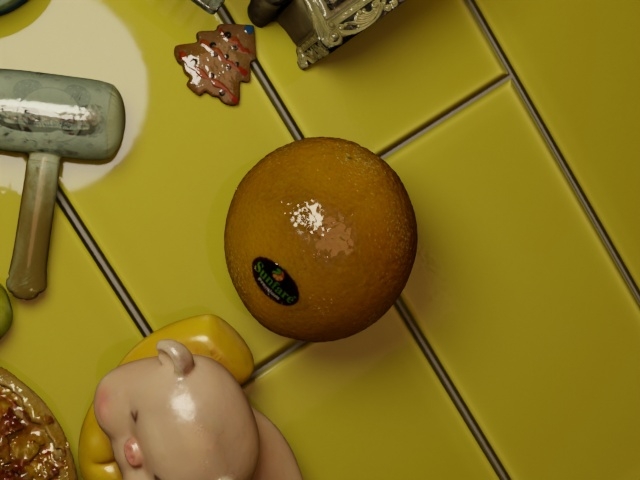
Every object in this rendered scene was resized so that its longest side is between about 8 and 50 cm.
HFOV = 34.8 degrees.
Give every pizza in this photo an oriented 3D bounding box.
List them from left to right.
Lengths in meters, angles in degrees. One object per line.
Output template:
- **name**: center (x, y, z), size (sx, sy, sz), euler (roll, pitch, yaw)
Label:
- **pizza**: center (-0.415, 0.303, 1.369), size (0.161, 0.085, 0.306), euler (-26, 95, -9)

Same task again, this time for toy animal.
- **toy animal**: center (-0.182, 0.290, 1.333), size (0.277, 0.247, 0.345), euler (-22, 100, -5)

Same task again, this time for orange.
- **orange**: center (0.000, 0.000, 1.364), size (0.274, 0.274, 0.274), euler (0, 91, -12)

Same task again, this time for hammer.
- **hammer**: center (-0.374, -0.070, 1.367), size (0.201, 0.113, 0.306), euler (6, 95, -9)

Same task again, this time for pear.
- **pear**: center (-0.452, 0.093, 1.361), size (0.092, 0.092, 0.097), euler (-35, 139, -9)

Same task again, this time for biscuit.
- **biscuit**: center (-0.140, -0.261, 1.452), size (0.119, 0.019, 0.130), euler (40, 83, -10)

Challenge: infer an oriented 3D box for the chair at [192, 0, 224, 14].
- **chair**: center (-0.130, -0.432, 1.385), size (0.136, 0.147, 0.270), euler (35, 80, -10)

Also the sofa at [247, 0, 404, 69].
- **sofa**: center (0.026, -0.377, 1.395), size (0.258, 0.200, 0.182), euler (-36, 100, -8)

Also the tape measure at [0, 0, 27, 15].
- **tape measure**: center (-0.470, -0.422, 1.321), size (0.259, 0.138, 0.262), euler (26, 86, -10)
